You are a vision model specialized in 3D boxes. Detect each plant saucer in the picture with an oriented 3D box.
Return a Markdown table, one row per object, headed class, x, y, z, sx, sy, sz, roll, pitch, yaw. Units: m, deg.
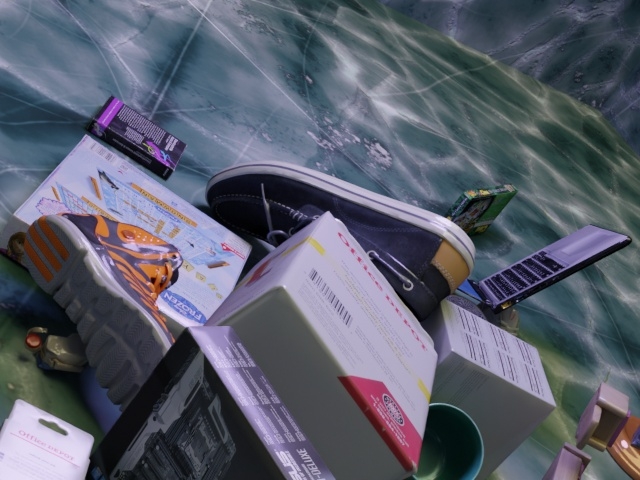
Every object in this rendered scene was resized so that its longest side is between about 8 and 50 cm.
| class | x | y | z | sx | sy | sz | roll | pitch | yaw |
| --- | --- | --- | --- | --- | --- | --- | --- | --- | --- |
| plant saucer | 0.624 | 0.405 | 2.273 | 0.200 | 0.037 | 0.200 | 29 | 25 | -16 |

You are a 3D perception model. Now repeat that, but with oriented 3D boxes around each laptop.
| class | x | y | z | sx | sy | sz | roll | pitch | yaw |
| --- | --- | --- | --- | --- | --- | --- | --- | --- | --- |
| laptop | 0.298 | -0.015 | 2.153 | 0.236 | 0.407 | 0.382 | 62 | 5 | -3 |

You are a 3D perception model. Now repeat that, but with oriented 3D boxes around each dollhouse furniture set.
| class | x | y | z | sx | sy | sz | roll | pitch | yaw |
| --- | --- | --- | --- | --- | --- | --- | --- | --- | --- |
| dollhouse furniture set | 0.471 | 0.427 | 1.731 | 0.303 | 0.286 | 0.198 | 29 | 24 | 8 |

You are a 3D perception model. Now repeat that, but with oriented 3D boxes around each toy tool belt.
| class | x | y | z | sx | sy | sz | roll | pitch | yaw |
| --- | --- | --- | --- | --- | --- | --- | --- | --- | --- |
| toy tool belt | -0.329 | 0.142 | 1.461 | 0.083 | 0.051 | 0.052 | 12 | 49 | -22 |

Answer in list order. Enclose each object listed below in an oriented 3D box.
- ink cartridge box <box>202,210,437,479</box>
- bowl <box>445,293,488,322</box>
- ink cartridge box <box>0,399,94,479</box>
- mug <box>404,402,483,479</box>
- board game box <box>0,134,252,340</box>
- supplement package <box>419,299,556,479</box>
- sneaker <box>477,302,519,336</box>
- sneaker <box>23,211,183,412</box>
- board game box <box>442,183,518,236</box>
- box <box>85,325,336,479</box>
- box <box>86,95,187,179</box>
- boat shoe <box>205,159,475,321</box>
| class | x | y | z | sx | sy | sz | roll | pitch | yaw |
| --- | --- | --- | --- | --- | --- | --- | --- | --- | --- |
| ink cartridge box | 0.006 | 0.152 | 1.558 | 0.279 | 0.160 | 0.385 | 53 | 17 | -6 |
| bowl | 0.207 | 0.181 | 2.022 | 0.170 | 0.080 | 0.170 | 7 | 76 | -28 |
| ink cartridge box | -0.311 | 0.261 | 1.247 | 0.104 | 0.060 | 0.180 | 30 | 26 | -14 |
| mug | 0.146 | 0.301 | 1.714 | 0.157 | 0.097 | 0.129 | 27 | 67 | -10 |
| board game box | -0.273 | 0.009 | 1.729 | 0.318 | 0.066 | 0.318 | 34 | 25 | -7 |
| supplement package | 0.216 | 0.233 | 1.837 | 0.203 | 0.194 | 0.149 | 29 | 27 | -20 |
| sneaker | 0.323 | 0.178 | 2.171 | 0.090 | 0.115 | 0.232 | 25 | 27 | -25 |
| sneaker | -0.217 | 0.085 | 1.479 | 0.321 | 0.124 | 0.180 | 56 | 30 | 14 |
| board game box | 0.335 | -0.059 | 2.578 | 0.030 | 0.136 | 0.259 | 44 | 25 | 20 |
| box | -0.107 | 0.283 | 1.265 | 0.076 | 0.242 | 0.307 | 5 | 41 | -50 |
| box | -0.315 | -0.178 | 2.045 | 0.162 | 0.029 | 0.116 | 32 | 26 | -9 |
| boat shoe | 0.000 | 0.000 | 1.870 | 0.500 | 0.156 | 0.187 | 19 | -25 | 31 |
